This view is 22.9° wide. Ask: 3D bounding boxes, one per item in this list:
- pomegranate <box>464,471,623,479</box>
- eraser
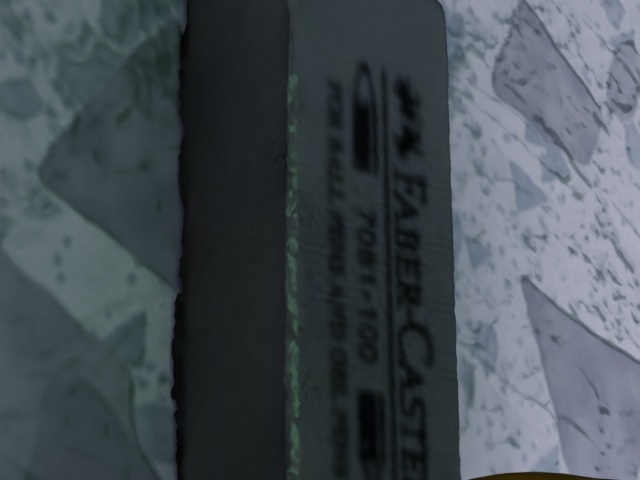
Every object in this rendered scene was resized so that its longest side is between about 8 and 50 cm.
[{"bbox_3d":[0.065,0.239,0.481,0.332,0.332,0.333,18,64,-41],"label":"pomegranate"},{"bbox_3d":[0.001,0.000,0.712,0.111,0.077,0.353,17,64,-40],"label":"eraser"}]
